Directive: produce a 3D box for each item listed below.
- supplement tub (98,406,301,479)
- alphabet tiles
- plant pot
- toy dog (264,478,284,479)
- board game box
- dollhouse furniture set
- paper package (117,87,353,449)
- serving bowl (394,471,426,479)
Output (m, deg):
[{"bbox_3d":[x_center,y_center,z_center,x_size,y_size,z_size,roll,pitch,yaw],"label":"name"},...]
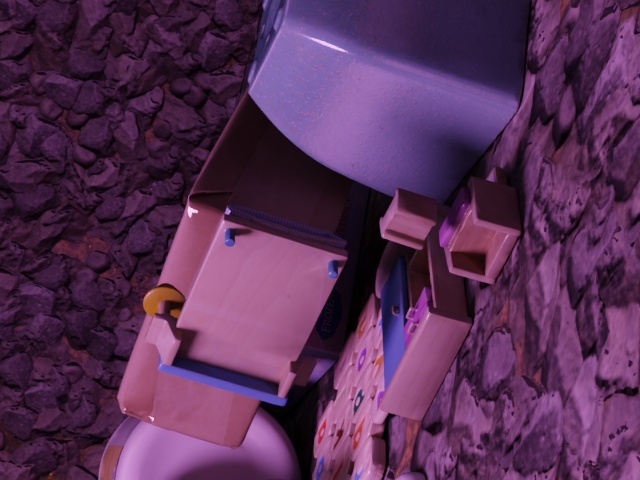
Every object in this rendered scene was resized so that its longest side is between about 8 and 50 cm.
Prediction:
[{"bbox_3d":[-0.173,0.328,2.099,0.331,0.241,0.241,152,133,-75],"label":"supplement tub"},{"bbox_3d":[0.044,0.199,1.789,0.284,0.021,0.278,-87,18,-49],"label":"alphabet tiles"},{"bbox_3d":[0.064,-0.217,1.684,0.247,0.252,0.247,125,157,-57],"label":"plant pot"},{"bbox_3d":[-0.118,0.364,1.775,0.334,0.161,0.220,4,71,67],"label":"toy dog"},{"bbox_3d":[-0.023,0.063,2.180,0.318,0.066,0.318,127,156,-59],"label":"board game box"},{"bbox_3d":[0.000,0.000,1.562,0.198,0.303,0.286,-91,21,-54],"label":"dollhouse furniture set"},{"bbox_3d":[-0.092,0.027,1.864,0.309,0.168,0.325,-70,3,-55],"label":"paper package"},{"bbox_3d":[0.077,0.266,1.522,0.083,0.027,0.083,-164,90,-80],"label":"serving bowl"}]
